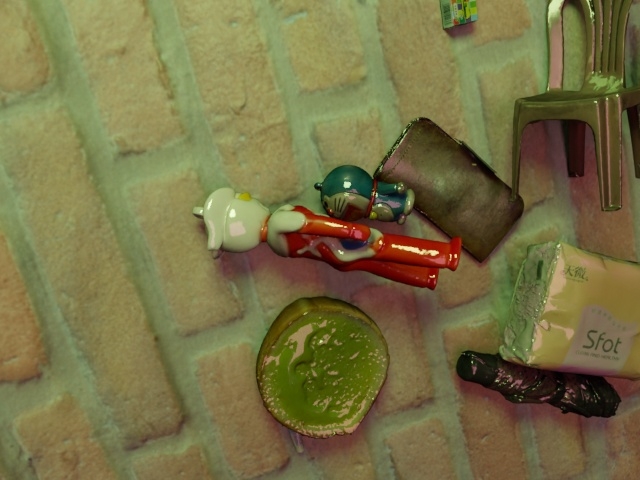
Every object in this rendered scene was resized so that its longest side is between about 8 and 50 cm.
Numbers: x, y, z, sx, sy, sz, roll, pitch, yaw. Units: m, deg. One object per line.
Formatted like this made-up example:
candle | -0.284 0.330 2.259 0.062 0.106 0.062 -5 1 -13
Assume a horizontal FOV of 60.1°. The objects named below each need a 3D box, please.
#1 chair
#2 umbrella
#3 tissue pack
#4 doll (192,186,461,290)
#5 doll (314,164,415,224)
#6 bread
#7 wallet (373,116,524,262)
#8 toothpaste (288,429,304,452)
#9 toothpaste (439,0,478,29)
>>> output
chair | 0.392 -0.230 0.819 0.183 0.175 0.327 -23 111 -37
umbrella | 0.394 0.256 0.992 0.325 0.094 0.090 16 85 -15
tissue pack | 0.447 0.120 0.946 0.256 0.123 0.215 11 94 -18
doll | 0.000 0.000 0.809 0.383 0.188 0.099 10 73 -1
doll | 0.064 -0.066 0.843 0.151 0.114 0.086 14 62 -6
bread | 0.005 0.209 0.908 0.235 0.070 0.236 -2 101 -12
wallet | 0.219 -0.083 0.906 0.255 0.031 0.137 36 93 -18
toothpaste | -0.044 0.327 0.957 0.024 0.015 0.083 -17 100 -7
toothpaste | 0.197 -0.404 0.824 0.046 0.034 0.164 -15 106 -12
